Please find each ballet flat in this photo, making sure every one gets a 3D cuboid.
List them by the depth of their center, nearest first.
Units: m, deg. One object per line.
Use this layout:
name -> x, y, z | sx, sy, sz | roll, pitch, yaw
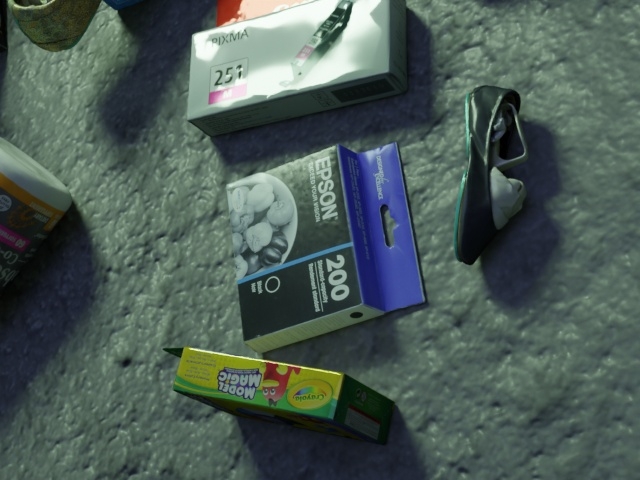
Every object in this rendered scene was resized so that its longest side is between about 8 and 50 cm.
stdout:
ballet flat -> 0.181, -0.073, 1.118 | 0.074, 0.074, 0.203 | -4, 66, 27
ballet flat -> -0.294, -0.412, 1.392 | 0.123, 0.123, 0.348 | 25, 84, 33

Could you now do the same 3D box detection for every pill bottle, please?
pill bottle -> -0.461, 0.007, 1.374 | 0.162, 0.162, 0.278 | 38, 91, 34

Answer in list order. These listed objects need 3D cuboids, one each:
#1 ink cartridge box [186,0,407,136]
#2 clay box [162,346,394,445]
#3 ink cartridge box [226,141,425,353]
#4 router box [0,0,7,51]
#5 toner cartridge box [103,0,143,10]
ink cartridge box -> -0.030, -0.268, 1.317 | 0.275, 0.060, 0.239 | -10, 67, 25
clay box -> -0.050, 0.159, 1.110 | 0.222, 0.127, 0.053 | 4, 72, 30
ink cartridge box -> 0.000, 0.000, 1.199 | 0.208, 0.045, 0.206 | -19, 62, 19
router box -> -0.578, -0.419, 1.507 | 0.081, 0.309, 0.243 | -18, 69, 18
toner cartridge box -> -0.242, -0.509, 1.518 | 0.165, 0.075, 0.347 | -14, 64, 24
